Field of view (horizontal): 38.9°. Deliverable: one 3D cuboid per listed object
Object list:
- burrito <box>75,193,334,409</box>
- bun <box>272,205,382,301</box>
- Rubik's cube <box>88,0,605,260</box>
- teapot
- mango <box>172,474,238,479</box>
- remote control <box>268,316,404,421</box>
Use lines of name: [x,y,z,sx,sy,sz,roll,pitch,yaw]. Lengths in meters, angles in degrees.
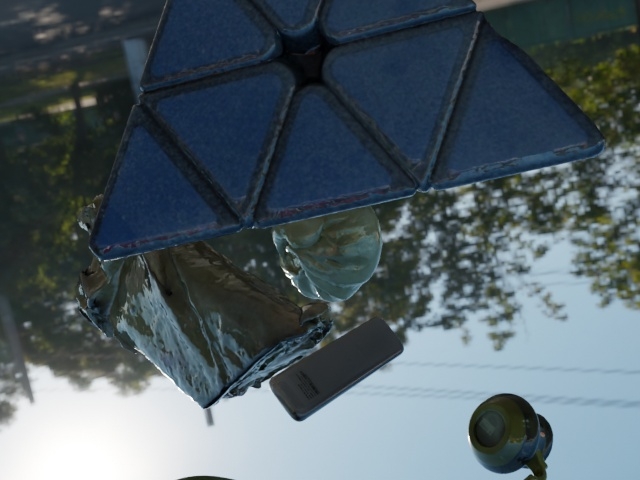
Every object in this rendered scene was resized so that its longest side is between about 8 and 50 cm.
burrito: [-0.124,0.072,0.884,0.348,0.175,0.107,24,-137,35]
bun: [0.000,0.000,1.724,0.259,0.259,0.160,-2,-158,46]
Rubik's cube: [0.006,-0.103,0.594,0.233,0.228,0.229,18,136,-24]
teapot: [0.315,0.329,1.465,0.119,0.130,0.165,24,-151,-39]
mango: [-0.075,0.405,1.018,0.201,0.382,0.225,-45,-156,19]
remote control: [0.026,0.168,1.208,0.261,0.067,0.029,-23,160,-52]
